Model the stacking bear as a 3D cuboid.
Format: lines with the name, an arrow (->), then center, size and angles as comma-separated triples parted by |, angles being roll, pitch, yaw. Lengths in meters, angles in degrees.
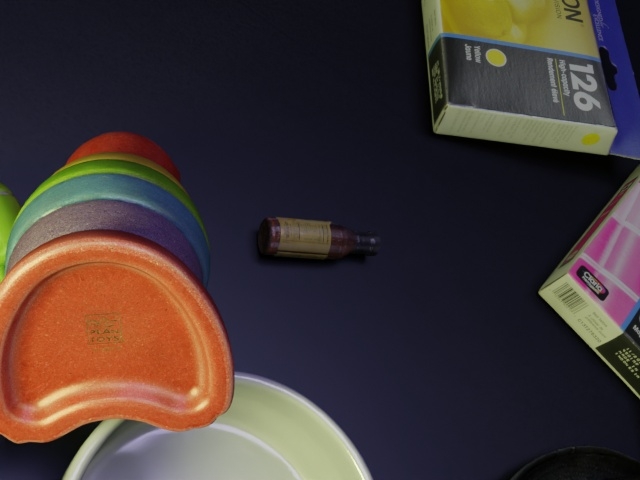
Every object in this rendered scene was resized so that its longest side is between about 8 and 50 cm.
stacking bear -> -0.168, 0.003, 0.699 | 0.175, 0.164, 0.289 | -3, 28, -9

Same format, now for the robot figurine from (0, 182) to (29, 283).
robot figurine -> -0.283, -0.004, 0.736 | 0.101, 0.067, 0.115 | -25, 77, -32

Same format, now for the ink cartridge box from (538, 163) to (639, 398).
ink cartridge box -> 0.431, 0.014, 1.081 | 0.176, 0.069, 0.371 | 46, 52, 3

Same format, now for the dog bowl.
dog bowl -> -0.085, 0.244, 0.678 | 0.264, 0.104, 0.265 | 12, 60, -21

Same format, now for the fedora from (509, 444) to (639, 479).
fedora -> 0.316, 0.313, 0.781 | 0.334, 0.152, 0.334 | 17, 50, -21

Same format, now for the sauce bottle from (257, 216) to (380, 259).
sauce bottle -> 0.000, 0.000, 0.889 | 0.128, 0.042, 0.042 | 6, 62, -26

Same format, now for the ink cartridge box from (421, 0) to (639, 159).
ink cartridge box -> 0.286, -0.258, 1.121 | 0.307, 0.072, 0.304 | 5, 60, -11
